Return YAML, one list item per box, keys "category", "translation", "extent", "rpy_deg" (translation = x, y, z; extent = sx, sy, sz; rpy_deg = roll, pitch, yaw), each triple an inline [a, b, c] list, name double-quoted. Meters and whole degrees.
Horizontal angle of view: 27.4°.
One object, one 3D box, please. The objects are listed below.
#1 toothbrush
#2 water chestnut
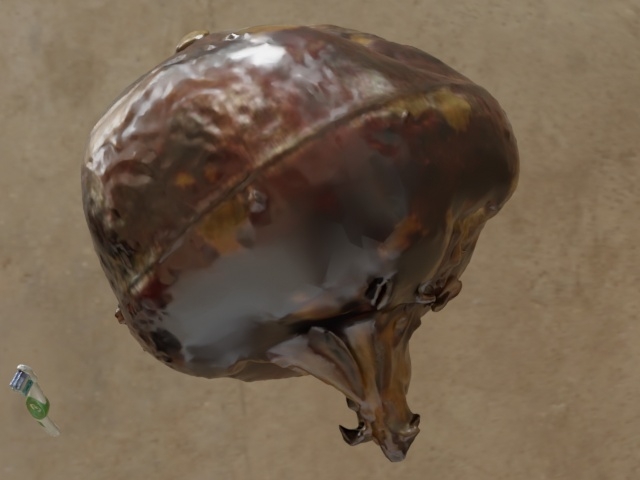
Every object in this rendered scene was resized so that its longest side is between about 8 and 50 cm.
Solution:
- category: "toothbrush"
  translation: [-0.333, 0.195, 1.557]
  extent: [0.030, 0.304, 0.030]
  rpy_deg: [1, 71, -3]
- category: "water chestnut"
  translation: [0.000, 0.000, 0.999]
  extent: [0.335, 0.335, 0.347]
  rpy_deg: [-43, 65, 26]
